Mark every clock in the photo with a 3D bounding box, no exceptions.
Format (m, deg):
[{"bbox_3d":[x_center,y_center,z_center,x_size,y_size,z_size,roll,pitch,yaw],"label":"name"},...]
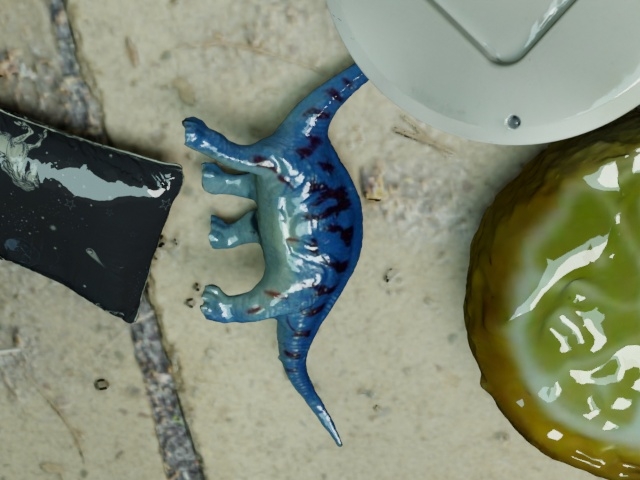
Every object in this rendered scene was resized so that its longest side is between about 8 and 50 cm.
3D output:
[{"bbox_3d":[0.114,-0.171,0.592,0.230,0.083,0.231,4,102,21],"label":"clock"}]

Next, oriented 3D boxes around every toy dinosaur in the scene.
[{"bbox_3d":[-0.028,-0.014,0.724,0.144,0.076,0.329,9,105,-3],"label":"toy dinosaur"}]

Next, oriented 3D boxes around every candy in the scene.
[{"bbox_3d":[0.223,0.040,0.686,0.259,0.118,0.260,2,113,5],"label":"candy"}]

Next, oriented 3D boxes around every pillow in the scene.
[{"bbox_3d":[-0.211,-0.031,0.752,0.208,0.055,0.141,22,122,-1],"label":"pillow"}]
